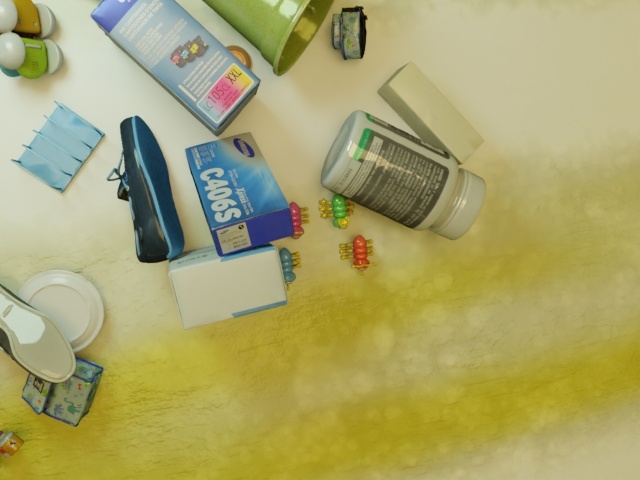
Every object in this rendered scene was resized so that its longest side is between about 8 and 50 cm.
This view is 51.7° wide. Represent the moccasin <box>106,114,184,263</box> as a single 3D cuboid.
[{"bbox_3d":[-0.409,-0.114,1.478,0.117,0.138,0.342,-19,74,14],"label":"moccasin"}]

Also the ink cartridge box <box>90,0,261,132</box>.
[{"bbox_3d":[-0.326,-0.414,1.428,0.395,0.270,0.151,40,89,-11],"label":"ink cartridge box"}]

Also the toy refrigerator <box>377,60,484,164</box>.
[{"bbox_3d":[0.276,-0.314,1.650,0.269,0.102,0.094,44,84,-10],"label":"toy refrigerator"}]

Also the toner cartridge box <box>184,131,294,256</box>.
[{"bbox_3d":[-0.185,-0.113,1.446,0.165,0.348,0.075,-16,129,-12],"label":"toner cartridge box"}]

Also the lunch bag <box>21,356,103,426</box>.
[{"bbox_3d":[-0.590,0.329,1.497,0.151,0.096,0.129,24,103,-1],"label":"lunch bag"}]

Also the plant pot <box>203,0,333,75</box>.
[{"bbox_3d":[-0.127,-0.559,1.490,0.254,0.276,0.276,34,86,-1],"label":"plant pot"}]

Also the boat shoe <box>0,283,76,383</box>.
[{"bbox_3d":[-0.663,0.192,1.446,0.335,0.095,0.112,40,61,4],"label":"boat shoe"}]

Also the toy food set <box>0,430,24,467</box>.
[{"bbox_3d":[-0.773,0.495,1.462,0.104,0.111,0.232,43,87,-11],"label":"toy food set"}]

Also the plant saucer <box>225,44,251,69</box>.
[{"bbox_3d":[-0.208,-0.427,1.588,0.083,0.013,0.083,0,92,-11],"label":"plant saucer"}]

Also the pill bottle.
[{"bbox_3d":[0.200,-0.148,1.589,0.361,0.204,0.204,24,88,-11],"label":"pill bottle"}]

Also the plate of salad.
[{"bbox_3d":[-0.597,0.164,1.515,0.200,0.048,0.200,-1,97,-9],"label":"plate of salad"}]

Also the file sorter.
[{"bbox_3d":[-0.585,-0.210,1.473,0.118,0.104,0.170,35,85,-12],"label":"file sorter"}]

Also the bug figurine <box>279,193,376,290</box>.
[{"bbox_3d":[0.000,0.000,1.622,0.279,0.072,0.216,-11,95,-11],"label":"bug figurine"}]

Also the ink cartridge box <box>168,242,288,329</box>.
[{"bbox_3d":[-0.212,0.082,1.462,0.223,0.307,0.129,-14,98,-11],"label":"ink cartridge box"}]

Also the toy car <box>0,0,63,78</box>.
[{"bbox_3d":[-0.664,-0.437,1.439,0.136,0.159,0.182,-8,96,23],"label":"toy car"}]

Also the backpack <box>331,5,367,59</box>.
[{"bbox_3d":[0.070,-0.497,1.600,0.084,0.105,0.114,-1,94,11],"label":"backpack"}]
